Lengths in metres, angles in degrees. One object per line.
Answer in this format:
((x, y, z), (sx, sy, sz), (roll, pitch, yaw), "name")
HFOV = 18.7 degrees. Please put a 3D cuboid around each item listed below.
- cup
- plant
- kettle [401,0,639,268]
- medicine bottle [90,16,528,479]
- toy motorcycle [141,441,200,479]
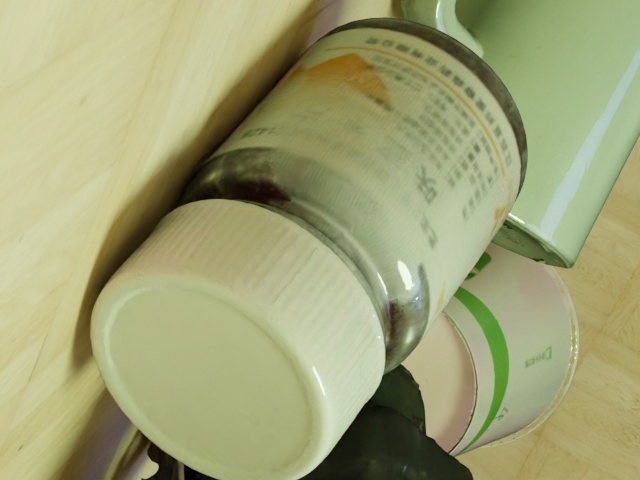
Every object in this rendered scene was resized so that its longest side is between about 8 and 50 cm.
((0.107, 0.119, 1.961), (0.253, 0.253, 0.274), (-63, 164, 18), "cup")
((0.018, 0.174, 1.166), (0.164, 0.142, 0.256), (46, 30, -45), "plant")
((0.158, -0.173, 1.498), (0.318, 0.265, 0.205), (-59, -157, -3), "kettle")
((0.000, 0.000, 1.119), (0.273, 0.165, 0.165), (-51, 168, -45), "medicine bottle")
((-0.076, 0.194, 1.394), (0.118, 0.084, 0.212), (138, -57, -68), "toy motorcycle")
